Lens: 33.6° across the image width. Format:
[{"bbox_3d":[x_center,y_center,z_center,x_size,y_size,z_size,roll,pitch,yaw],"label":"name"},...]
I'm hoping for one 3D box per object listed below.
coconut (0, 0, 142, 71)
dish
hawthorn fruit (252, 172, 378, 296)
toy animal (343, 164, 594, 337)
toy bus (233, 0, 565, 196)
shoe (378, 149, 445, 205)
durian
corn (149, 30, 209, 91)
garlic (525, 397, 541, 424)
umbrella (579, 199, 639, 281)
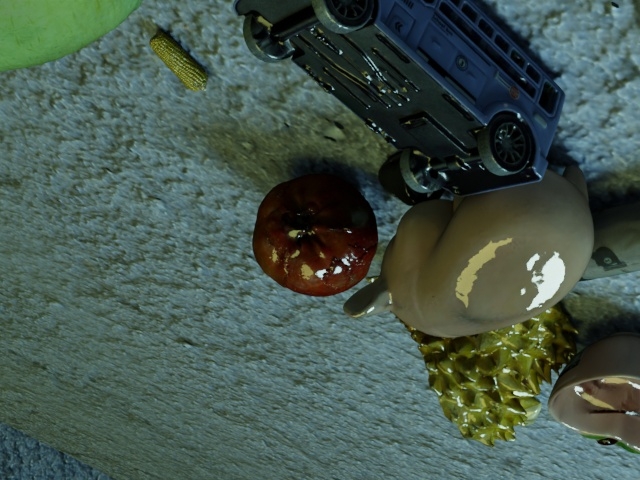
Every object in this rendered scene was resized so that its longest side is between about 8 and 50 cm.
[{"bbox_3d":[-0.268,-0.284,0.814,0.328,0.281,0.328,18,163,6],"label":"coconut"},{"bbox_3d":[0.386,0.176,1.270,0.213,0.090,0.213,14,149,8],"label":"dish"},{"bbox_3d":[0.000,0.000,1.240,0.148,0.148,0.172,14,169,19],"label":"hawthorn fruit"},{"bbox_3d":[0.162,0.018,1.070,0.166,0.154,0.250,28,141,-24],"label":"toy animal"},{"bbox_3d":[0.074,-0.161,0.911,0.292,0.133,0.125,37,155,-26],"label":"toy bus"},{"bbox_3d":[0.110,-0.066,1.126,0.062,0.053,0.159,33,148,-21],"label":"shoe"},{"bbox_3d":[0.219,0.123,1.319,0.195,0.185,0.305,-25,120,26],"label":"durian"},{"bbox_3d":[-0.150,-0.192,1.144,0.027,0.028,0.083,-4,137,51],"label":"corn"},{"bbox_3d":[0.288,0.243,1.520,0.053,0.041,0.083,4,156,10],"label":"garlic"},{"bbox_3d":[0.296,0.001,1.070,0.067,0.073,0.337,47,147,-19],"label":"umbrella"}]
